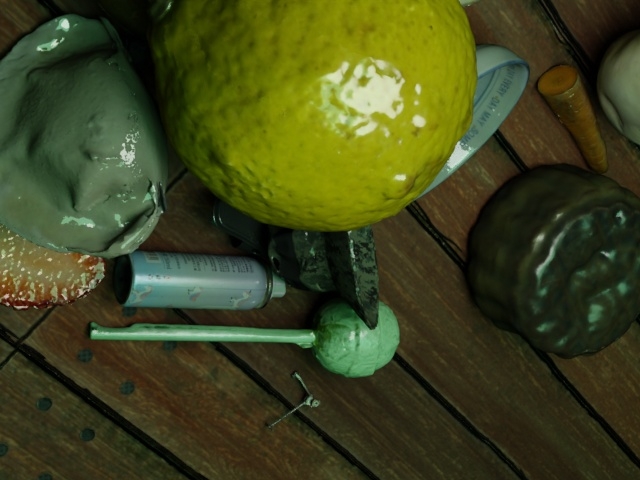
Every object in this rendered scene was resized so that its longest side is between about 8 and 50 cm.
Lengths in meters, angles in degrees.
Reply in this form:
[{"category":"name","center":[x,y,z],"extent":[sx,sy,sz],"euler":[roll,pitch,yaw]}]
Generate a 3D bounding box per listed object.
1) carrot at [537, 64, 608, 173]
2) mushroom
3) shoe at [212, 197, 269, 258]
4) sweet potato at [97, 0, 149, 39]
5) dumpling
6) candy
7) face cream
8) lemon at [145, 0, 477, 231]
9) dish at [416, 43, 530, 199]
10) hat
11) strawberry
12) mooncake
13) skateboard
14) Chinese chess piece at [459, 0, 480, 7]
[{"category":"carrot","center":[0.390,-0.169,1.775],"extent":[0.061,0.061,0.209],"euler":[-43,130,-5]},{"category":"mushroom","center":[0.558,-0.243,1.703],"extent":[0.315,0.356,0.315],"euler":[10,131,11]},{"category":"shoe","center":[-0.103,-0.017,1.575],"extent":[0.159,0.053,0.062],"euler":[29,59,-53]},{"category":"sweet potato","center":[-0.202,-0.305,1.355],"extent":[0.124,0.098,0.310],"euler":[-19,146,11]},{"category":"dumpling","center":[-0.276,-0.112,1.372],"extent":[0.205,0.293,0.163],"euler":[-19,169,14]},{"category":"candy","center":[-0.096,0.131,1.629],"extent":[0.440,0.119,0.119],"euler":[2,111,-22]},{"category":"face cream","center":[-0.152,0.054,1.567],"extent":[0.229,0.075,0.075],"euler":[4,110,-29]},{"category":"lemon","center":[-0.014,-0.186,1.307],"extent":[0.387,0.350,0.349],"euler":[31,95,-29]},{"category":"dish","center":[0.133,-0.178,1.580],"extent":[0.273,0.134,0.273],"euler":[-38,162,-15]},{"category":"hat","center":[0.000,0.000,1.566],"extent":[0.128,0.265,0.265],"euler":[-5,119,10]},{"category":"strawberry","center":[-0.369,0.016,1.426],"extent":[0.167,0.087,0.208],"euler":[-56,134,-15]},{"category":"mooncake","center":[0.370,0.031,1.787],"extent":[0.290,0.161,0.290],"euler":[-12,116,-25]},{"category":"skateboard","center":[-0.050,0.237,1.737],"extent":[0.083,0.032,0.064],"euler":[-37,114,-12]},{"category":"Chinese chess piece","center":[0.133,-0.445,1.455],"extent":[0.338,0.140,0.338],"euler":[-12,119,-23]}]
